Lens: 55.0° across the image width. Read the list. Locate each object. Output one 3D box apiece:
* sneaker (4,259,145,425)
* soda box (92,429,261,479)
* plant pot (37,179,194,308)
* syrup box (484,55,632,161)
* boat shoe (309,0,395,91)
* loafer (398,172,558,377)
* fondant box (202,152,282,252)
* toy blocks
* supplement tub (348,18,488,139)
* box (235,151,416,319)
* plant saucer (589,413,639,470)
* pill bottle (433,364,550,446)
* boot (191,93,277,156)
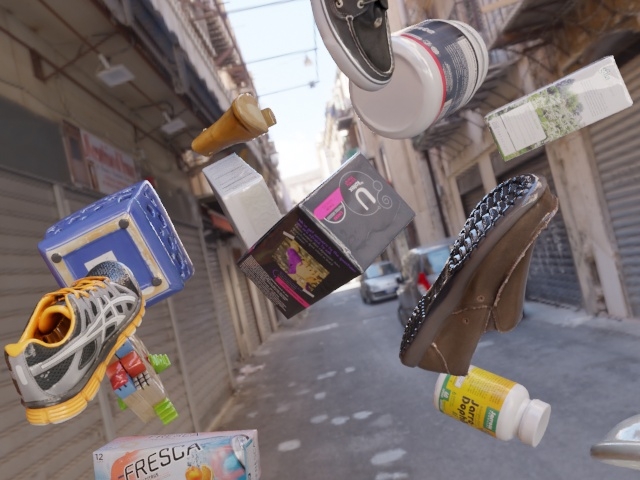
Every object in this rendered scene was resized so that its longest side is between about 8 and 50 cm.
[{"bbox_3d":[-0.238,0.077,0.610,0.084,0.083,0.214,-13,30,7],"label":"sneaker"},{"bbox_3d":[-0.165,0.260,0.714,0.183,0.058,0.063,-6,-2,9],"label":"soda box"},{"bbox_3d":[-0.404,0.038,1.224,0.236,0.235,0.212,-27,14,-5],"label":"plant pot"},{"bbox_3d":[0.431,-0.241,1.129,0.237,0.093,0.096,-24,6,22],"label":"syrup box"},{"bbox_3d":[0.036,-0.274,0.648,0.080,0.228,0.076,-25,9,-37],"label":"boat shoe"},{"bbox_3d":[0.251,0.063,0.925,0.365,0.130,0.133,-63,1,32],"label":"loafer"},{"bbox_3d":[-0.153,-0.048,1.373,0.096,0.238,0.330,-28,23,-7],"label":"fondant box"},{"bbox_3d":[-0.584,0.358,1.838,0.191,0.260,0.381,-33,45,-11],"label":"toy blocks"},{"bbox_3d":[0.197,-0.322,1.202,0.191,0.191,0.272,-16,14,43],"label":"supplement tub"},{"bbox_3d":[0.000,0.000,1.027,0.165,0.143,0.270,-45,4,-36],"label":"box"},{"bbox_3d":[0.567,0.262,0.797,0.401,0.100,0.400,7,-18,2],"label":"plant saucer"},{"bbox_3d":[0.343,0.329,1.235,0.209,0.117,0.118,19,18,35],"label":"pill bottle"},{"bbox_3d":[-0.236,-0.276,1.555,0.211,0.104,0.295,-24,3,11],"label":"boot"}]
